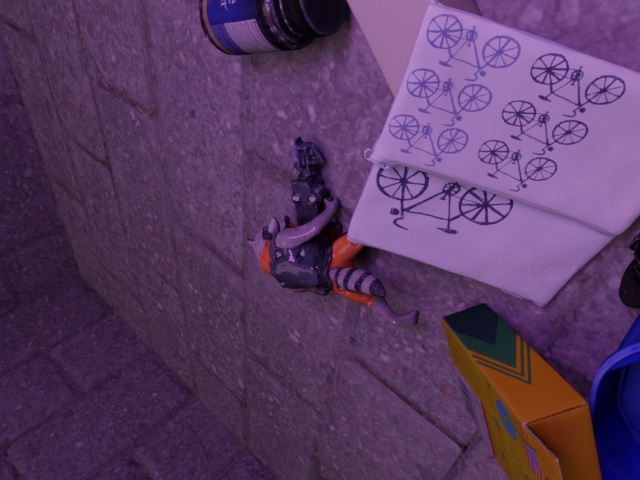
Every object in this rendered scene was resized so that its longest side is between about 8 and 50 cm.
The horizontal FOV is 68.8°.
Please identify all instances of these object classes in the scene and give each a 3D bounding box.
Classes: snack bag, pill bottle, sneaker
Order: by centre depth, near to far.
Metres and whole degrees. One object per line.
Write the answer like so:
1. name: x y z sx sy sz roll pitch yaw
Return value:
1. sneaker: 0.363 0.017 0.507 0.170 0.089 0.051 107 147 -42
2. snack bag: 0.208 -0.059 0.545 0.322 0.037 0.343 18 137 -3
3. pill bottle: -0.073 -0.348 0.701 0.219 0.122 0.123 15 126 41

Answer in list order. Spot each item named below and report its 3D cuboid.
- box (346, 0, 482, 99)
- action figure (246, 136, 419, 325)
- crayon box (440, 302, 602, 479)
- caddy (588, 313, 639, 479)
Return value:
1. box: 0.139 -0.233 0.575 0.113 0.094 0.275 -17 103 51
2. action figure: 0.000 0.000 0.836 0.330 0.178 0.342 5 122 35
3. crayon box: 0.276 0.246 0.637 0.318 0.081 0.202 -108 -1 -71
4. caddy: 0.434 0.227 0.515 0.241 0.179 0.342 17 127 39
